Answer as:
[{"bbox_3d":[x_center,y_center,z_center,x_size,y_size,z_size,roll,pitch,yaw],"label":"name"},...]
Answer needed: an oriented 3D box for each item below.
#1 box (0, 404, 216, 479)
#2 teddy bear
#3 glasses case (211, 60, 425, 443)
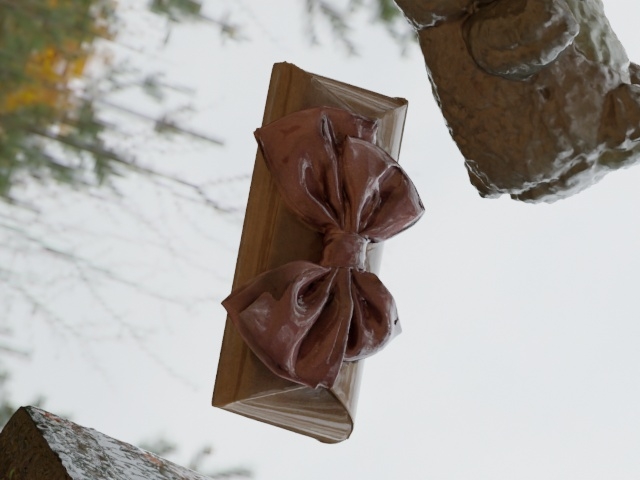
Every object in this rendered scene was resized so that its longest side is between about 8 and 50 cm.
[{"bbox_3d":[-0.048,0.280,1.185,0.115,0.415,0.264,-62,-152,4],"label":"box"},{"bbox_3d":[0.127,-0.157,1.046,0.151,0.267,0.236,-18,-168,11],"label":"teddy bear"},{"bbox_3d":[0.000,0.000,0.802,0.070,0.102,0.193,-1,-107,41],"label":"glasses case"}]
